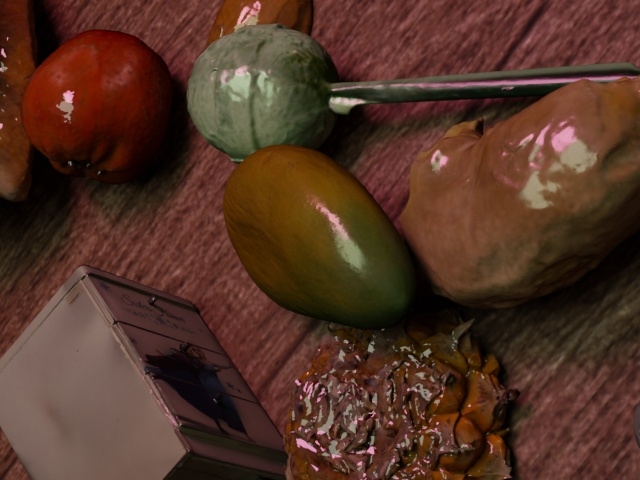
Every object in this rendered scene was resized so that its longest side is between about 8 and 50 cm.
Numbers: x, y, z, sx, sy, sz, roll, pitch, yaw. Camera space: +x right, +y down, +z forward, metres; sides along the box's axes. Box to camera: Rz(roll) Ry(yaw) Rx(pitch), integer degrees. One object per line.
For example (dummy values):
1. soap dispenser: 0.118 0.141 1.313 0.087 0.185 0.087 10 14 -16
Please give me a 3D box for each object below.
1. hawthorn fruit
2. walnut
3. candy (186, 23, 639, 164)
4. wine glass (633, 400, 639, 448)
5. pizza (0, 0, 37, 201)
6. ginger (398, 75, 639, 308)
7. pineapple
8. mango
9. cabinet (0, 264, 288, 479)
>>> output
1. hawthorn fruit: -0.194 -0.123 1.601 0.133 0.133 0.138 0 66 37
2. walnut: -0.060 -0.185 1.568 0.091 0.052 0.121 29 96 37
3. candy: 0.090 -0.117 1.418 0.440 0.119 0.119 1 76 29
4. wine glass: 0.233 0.157 1.218 0.079 0.079 0.195 36 99 39
5. pizza: -0.373 -0.137 1.747 0.392 0.080 0.435 22 92 50
6. ginger: 0.157 -0.035 1.298 0.267 0.138 0.152 -18 75 34
7. pineapple: 0.048 0.141 1.366 0.225 0.076 0.225 -11 71 34
8. mango: -0.003 -0.006 1.382 0.237 0.091 0.137 10 126 63
9. cabinet: -0.145 0.152 1.461 0.150 0.145 0.206 -48 53 14
